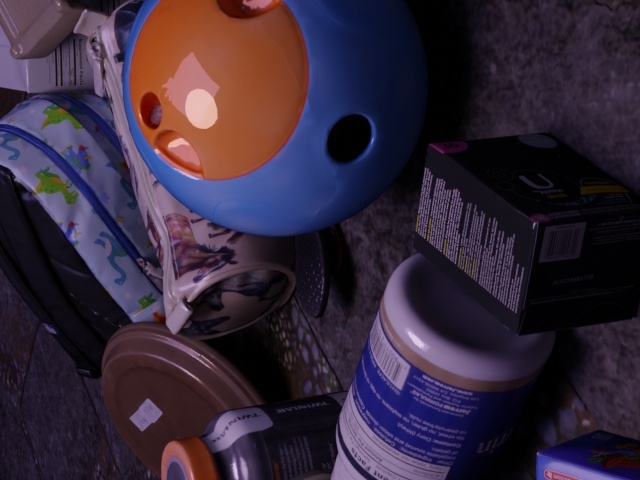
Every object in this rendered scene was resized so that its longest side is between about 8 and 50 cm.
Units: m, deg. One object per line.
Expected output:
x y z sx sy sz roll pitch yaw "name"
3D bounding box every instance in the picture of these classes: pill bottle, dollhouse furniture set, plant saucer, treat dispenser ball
-0.034 0.226 1.564 0.130 0.246 0.130 20 113 59 "pill bottle"
-0.289 -0.368 1.839 0.301 0.151 0.197 -32 86 50 "dollhouse furniture set"
-0.162 0.219 1.872 0.278 0.041 0.278 24 137 24 "plant saucer"
-0.042 -0.147 1.458 0.288 0.288 0.288 21 114 59 "treat dispenser ball"
0.099 0.149 1.396 0.153 0.153 0.264 59 144 39 "pill bottle"

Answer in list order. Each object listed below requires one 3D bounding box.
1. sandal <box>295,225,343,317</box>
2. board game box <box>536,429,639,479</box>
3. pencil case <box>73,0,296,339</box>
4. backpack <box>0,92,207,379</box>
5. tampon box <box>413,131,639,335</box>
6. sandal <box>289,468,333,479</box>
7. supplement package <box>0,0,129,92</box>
0.000 0.000 1.686 0.067 0.040 0.179 -47 40 49 "sandal"
0.300 0.282 1.029 0.347 0.078 0.233 12 106 44 "board game box"
-0.155 -0.088 1.798 0.160 0.184 0.410 -51 53 53 "pencil case"
-0.303 -0.013 1.970 0.290 0.355 0.273 7 58 57 "backpack"
0.171 -0.010 1.262 0.161 0.120 0.101 44 133 50 "tampon box"
0.055 0.350 1.506 0.302 0.120 0.086 60 161 -13 "sandal"
-0.324 -0.277 2.053 0.194 0.203 0.149 17 110 59 "supplement package"
